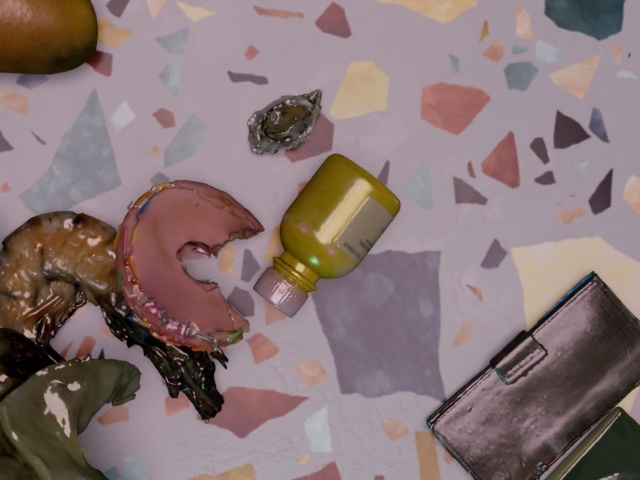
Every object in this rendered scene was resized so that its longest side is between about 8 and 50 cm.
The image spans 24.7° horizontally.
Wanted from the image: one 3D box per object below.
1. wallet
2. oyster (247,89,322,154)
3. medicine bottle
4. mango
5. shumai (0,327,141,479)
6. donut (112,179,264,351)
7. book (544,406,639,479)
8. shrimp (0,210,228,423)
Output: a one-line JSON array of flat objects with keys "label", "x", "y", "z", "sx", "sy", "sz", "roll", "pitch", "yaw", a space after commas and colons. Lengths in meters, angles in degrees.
[{"label": "wallet", "x": 0.311, "y": 0.204, "z": 2.003, "sx": 0.317, "sy": 0.044, "sz": 0.169, "roll": -43, "pitch": 96, "yaw": -2}, {"label": "oyster", "x": -0.048, "y": -0.160, "z": 1.990, "sx": 0.100, "sy": 0.037, "sz": 0.098, "roll": 0, "pitch": 70, "yaw": 16}, {"label": "medicine bottle", "x": 0.000, "y": 0.000, "z": 1.942, "sx": 0.122, "sy": 0.122, "sz": 0.212, "roll": 38, "pitch": 88, "yaw": -3}, {"label": "mango", "x": -0.419, "y": -0.307, "z": 1.908, "sx": 0.255, "sy": 0.139, "sz": 0.175, "roll": 0, "pitch": 102, "yaw": -12}, {"label": "shumai", "x": -0.400, "y": 0.280, "z": 1.831, "sx": 0.395, "sy": 0.395, "sz": 0.348, "roll": 2, "pitch": 69, "yaw": -4}, {"label": "donut", "x": -0.181, "y": 0.031, "z": 1.901, "sx": 0.199, "sy": 0.085, "sz": 0.232, "roll": 24, "pitch": 57, "yaw": -23}, {"label": "book", "x": 0.453, "y": 0.448, "z": 2.015, "sx": 0.371, "sy": 0.043, "sz": 0.260, "roll": 45, "pitch": 84, "yaw": -4}, {"label": "shrimp", "x": -0.292, "y": 0.126, "z": 1.953, "sx": 0.233, "sy": 0.071, "sz": 0.365, "roll": -41, "pitch": 94, "yaw": 6}]
